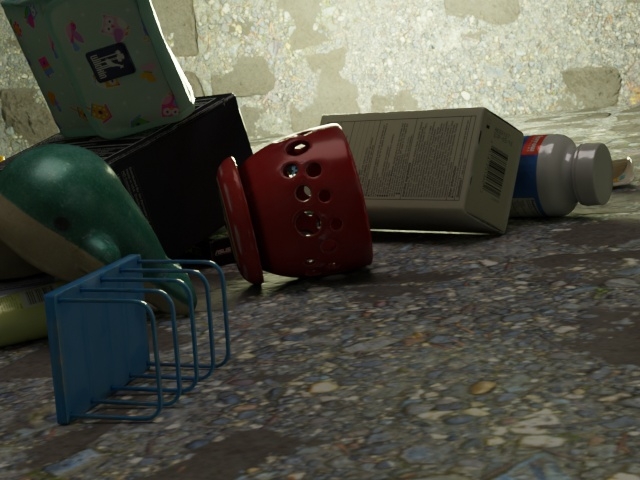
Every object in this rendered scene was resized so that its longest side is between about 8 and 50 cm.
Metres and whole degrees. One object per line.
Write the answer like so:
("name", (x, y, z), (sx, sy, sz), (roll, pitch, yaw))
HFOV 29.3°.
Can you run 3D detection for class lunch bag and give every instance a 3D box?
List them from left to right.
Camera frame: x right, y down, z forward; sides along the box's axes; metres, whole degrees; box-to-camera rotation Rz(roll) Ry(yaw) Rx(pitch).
("lunch bag", (-0.298, -0.264, 1.703), (0.160, 0.223, 0.262), (-35, 27, -31))

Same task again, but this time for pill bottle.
("pill bottle", (0.316, -0.096, 1.827), (0.221, 0.124, 0.124), (-1, 11, 32))

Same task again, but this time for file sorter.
("file sorter", (-0.163, 0.088, 1.135), (0.104, 0.118, 0.170), (1, 12, 18))

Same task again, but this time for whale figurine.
("whale figurine", (-0.254, -0.014, 1.441), (0.272, 0.141, 0.216), (31, 2, -20))

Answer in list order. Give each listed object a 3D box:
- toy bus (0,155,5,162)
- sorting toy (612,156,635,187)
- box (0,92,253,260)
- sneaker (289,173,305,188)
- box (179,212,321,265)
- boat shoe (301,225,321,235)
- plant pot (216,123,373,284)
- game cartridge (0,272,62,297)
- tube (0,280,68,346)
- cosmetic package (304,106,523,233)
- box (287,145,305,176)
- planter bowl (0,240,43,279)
("toy bus", (-0.617, -0.091, 2.179), (0.149, 0.211, 0.220), (-1, 10, 37))
("sorting toy", (0.481, -0.105, 2.018), (0.083, 0.045, 0.075), (-7, 17, -4))
("box", (-0.291, -0.074, 1.784), (0.296, 0.182, 0.294), (-1, 25, 39))
("sneaker", (-0.067, -0.083, 2.198), (0.054, 0.061, 0.152), (0, 13, 24))
("box", (-0.124, -0.009, 1.854), (0.191, 0.045, 0.184), (-14, 15, -30))
("boat shoe", (0.000, 0.000, 1.745), (0.125, 0.038, 0.046), (2, -30, 15))
("plant pot", (-0.036, -0.041, 1.573), (0.174, 0.191, 0.191), (-13, 11, -7))
("game cartridge", (-0.430, 0.081, 1.535), (0.297, 0.062, 0.198), (-9, 6, -12))
("tube", (-0.397, 0.102, 1.396), (0.240, 0.062, 0.070), (-14, -27, -21))
("cosmetic package", (0.131, -0.101, 1.807), (0.309, 0.160, 0.113), (4, -14, 44))
("box", (0.055, -0.161, 2.520), (0.295, 0.073, 0.293), (-3, 10, 21))
("planter bowl", (-0.395, -0.011, 1.568), (0.162, 0.109, 0.162), (-6, 10, 1))
